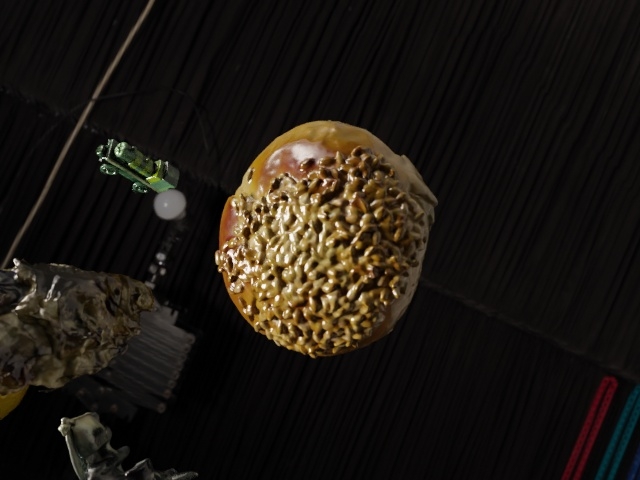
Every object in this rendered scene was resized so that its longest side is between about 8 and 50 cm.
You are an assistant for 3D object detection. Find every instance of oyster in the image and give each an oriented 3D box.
[{"bbox_3d":[-0.176,0.046,0.342,0.103,0.051,0.148,47,-164,11],"label":"oyster"}]

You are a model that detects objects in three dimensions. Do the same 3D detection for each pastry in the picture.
[{"bbox_3d":[0.000,0.000,0.854,0.409,0.410,0.245,24,-169,17],"label":"pastry"}]

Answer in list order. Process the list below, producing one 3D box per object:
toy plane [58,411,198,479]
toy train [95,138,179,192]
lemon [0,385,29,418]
[{"bbox_3d":[-0.149,0.228,0.423,0.192,0.088,0.262,65,-178,8],"label":"toy plane"},{"bbox_3d":[-0.492,-0.200,1.330,0.132,0.083,0.200,-12,154,27],"label":"toy train"},{"bbox_3d":[-0.678,0.239,0.944,0.233,0.288,0.234,5,-147,-3],"label":"lemon"}]
